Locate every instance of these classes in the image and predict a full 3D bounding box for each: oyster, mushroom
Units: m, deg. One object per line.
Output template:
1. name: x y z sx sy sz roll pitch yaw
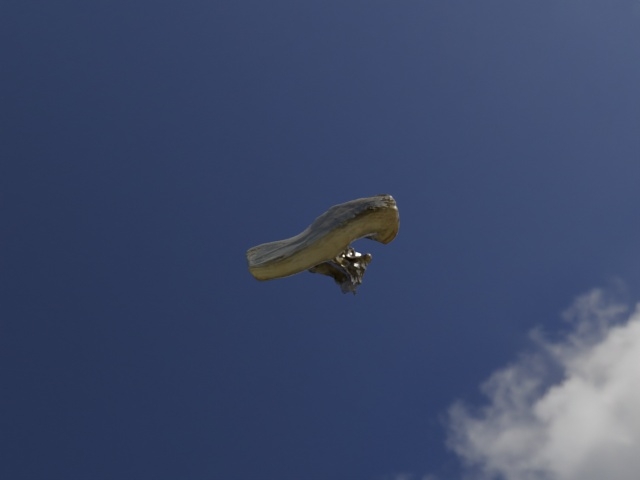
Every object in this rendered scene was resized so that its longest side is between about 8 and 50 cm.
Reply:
1. oyster: 0.010 0.029 1.471 0.177 0.105 0.056 32 -113 -67
2. mushroom: 0.001 0.002 1.365 0.202 0.059 0.054 -24 -55 -26
